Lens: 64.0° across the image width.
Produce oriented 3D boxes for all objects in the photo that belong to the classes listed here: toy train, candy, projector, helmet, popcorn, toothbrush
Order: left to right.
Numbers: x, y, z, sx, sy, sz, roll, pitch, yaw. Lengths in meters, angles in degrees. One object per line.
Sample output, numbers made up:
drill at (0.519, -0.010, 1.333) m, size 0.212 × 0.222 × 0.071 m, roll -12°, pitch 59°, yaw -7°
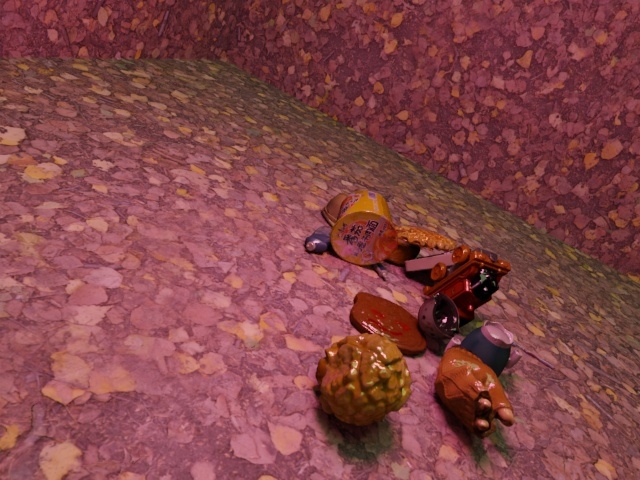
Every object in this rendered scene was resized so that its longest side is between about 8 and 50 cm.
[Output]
helmet at (0.126, -0.133, 2.287) m, size 0.204 × 0.137 × 0.257 m, roll 8°, pitch 31°, yaw -32°
popcorn at (0.112, 0.352, 1.303) m, size 0.212 × 0.259 × 0.259 m, roll 35°, pitch 23°, yaw -15°
candy at (0.314, 0.001, 2.231) m, size 0.260 × 0.118 × 0.260 m, roll 23°, pitch 25°, yaw -12°
helmet at (0.393, 0.267, 1.743) m, size 0.177 × 0.107 × 0.153 m, roll -19°, pitch 80°, yaw -59°
projector at (0.517, 0.090, 2.122) m, size 0.259 × 0.079 × 0.257 m, roll -11°, pitch -5°, yaw 36°
toy train at (0.521, 0.176, 1.878) m, size 0.163 × 0.369 × 0.232 m, roll 17°, pitch 54°, yaw -18°
toothbrush at (0.815, 0.441, 1.972) m, size 0.193 × 0.013 × 0.019 m, roll 31°, pitch 33°, yaw 12°

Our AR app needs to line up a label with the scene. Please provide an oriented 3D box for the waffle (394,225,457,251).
waffle at (0.428, -0.012, 2.124) m, size 0.261 × 0.056 × 0.250 m, roll 19°, pitch 14°, yaw 33°

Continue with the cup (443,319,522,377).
cup at (0.551, 0.363, 1.702) m, size 0.299 × 0.173 × 0.167 m, roll 13°, pitch 27°, yaw -23°

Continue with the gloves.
gloves at (0.433, 0.438, 1.478) m, size 0.203 × 0.155 × 0.356 m, roll 32°, pitch 10°, yaw -3°

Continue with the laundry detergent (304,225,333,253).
laundry detergent at (0.001, -0.001, 2.017) m, size 0.096 × 0.061 × 0.206 m, roll 35°, pitch 28°, yaw 12°

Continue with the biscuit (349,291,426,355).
biscuit at (0.231, 0.276, 1.727) m, size 0.273 × 0.049 × 0.257 m, roll 26°, pitch 25°, yaw -2°

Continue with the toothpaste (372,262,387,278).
toothpaste at (0.225, 0.094, 2.074) m, size 0.057 × 0.035 × 0.197 m, roll 27°, pitch 19°, yaw -35°

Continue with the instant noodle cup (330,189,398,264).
instant noodle cup at (0.170, -0.062, 2.022) m, size 0.264 × 0.264 × 0.200 m, roll 20°, pitch 36°, yaw -11°
